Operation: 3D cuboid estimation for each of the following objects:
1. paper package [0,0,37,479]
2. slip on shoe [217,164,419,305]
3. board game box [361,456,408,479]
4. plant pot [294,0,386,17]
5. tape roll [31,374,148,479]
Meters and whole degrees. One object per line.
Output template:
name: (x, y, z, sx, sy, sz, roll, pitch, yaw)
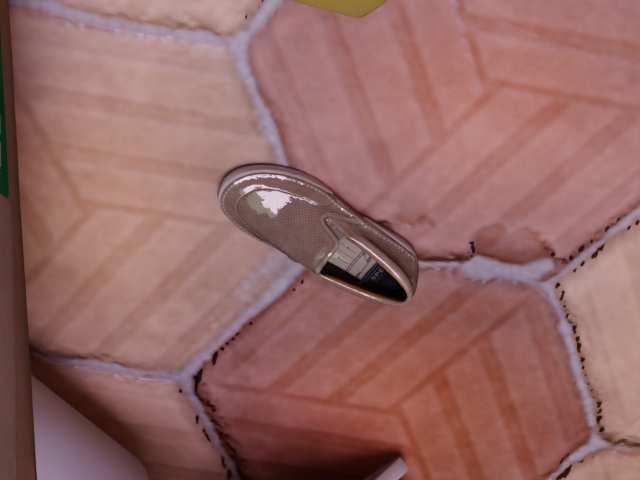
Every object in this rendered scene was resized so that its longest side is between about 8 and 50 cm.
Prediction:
paper package: (-0.299, -0.015, 0.495, 0.309, 0.168, 0.325, -8, 81, 10)
slip on shoe: (0.000, 0.000, 0.679, 0.135, 0.041, 0.051, 30, 119, -17)
board game box: (-0.141, 0.306, 0.694, 0.390, 0.390, 0.050, -39, 82, 23)
plant pot: (0.011, -0.160, 0.555, 0.081, 0.081, 0.083, 13, 133, -7)
tape roll: (-0.247, 0.184, 0.684, 0.246, 0.246, 0.169, -35, 117, 21)
